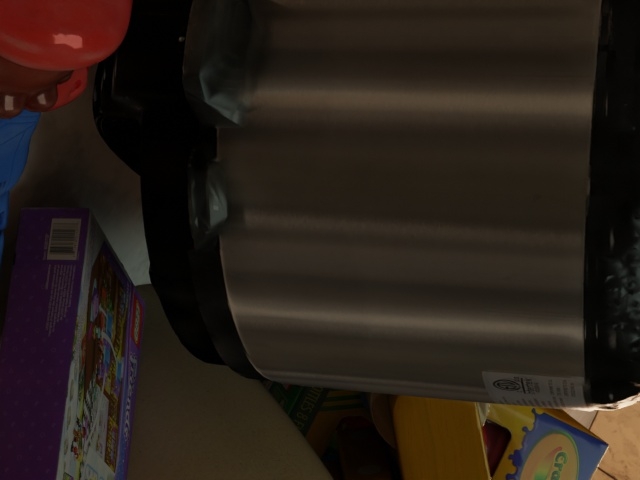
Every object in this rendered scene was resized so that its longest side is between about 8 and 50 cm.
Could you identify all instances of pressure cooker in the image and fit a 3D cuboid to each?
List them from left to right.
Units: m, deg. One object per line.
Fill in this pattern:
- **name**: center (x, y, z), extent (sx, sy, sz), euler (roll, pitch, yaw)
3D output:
- **pressure cooker**: center (0.047, -0.067, 0.918), extent (0.375, 0.420, 0.370), euler (-62, 150, -55)

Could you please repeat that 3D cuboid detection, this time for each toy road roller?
- **toy road roller**: center (0.051, 0.251, 1.239), extent (0.202, 0.240, 0.330), euler (-109, -169, -78)

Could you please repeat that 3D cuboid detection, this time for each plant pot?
- **plant pot**: center (-0.110, 0.218, 1.119), extent (0.256, 0.274, 0.256), euler (-45, 154, -29)

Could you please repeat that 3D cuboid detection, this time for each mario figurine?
- **mario figurine**: center (-0.222, -0.098, 0.731), extent (0.321, 0.170, 0.198), euler (-59, -164, 32)

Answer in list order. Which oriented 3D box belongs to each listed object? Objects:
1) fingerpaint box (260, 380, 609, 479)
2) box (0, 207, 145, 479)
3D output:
- **fingerpaint box**: center (0.059, 0.336, 1.438), extent (0.445, 0.371, 0.163), euler (-62, -163, 2)
- **box**: center (-0.190, 0.148, 0.922), extent (0.201, 0.057, 0.293), euler (79, 12, -66)
